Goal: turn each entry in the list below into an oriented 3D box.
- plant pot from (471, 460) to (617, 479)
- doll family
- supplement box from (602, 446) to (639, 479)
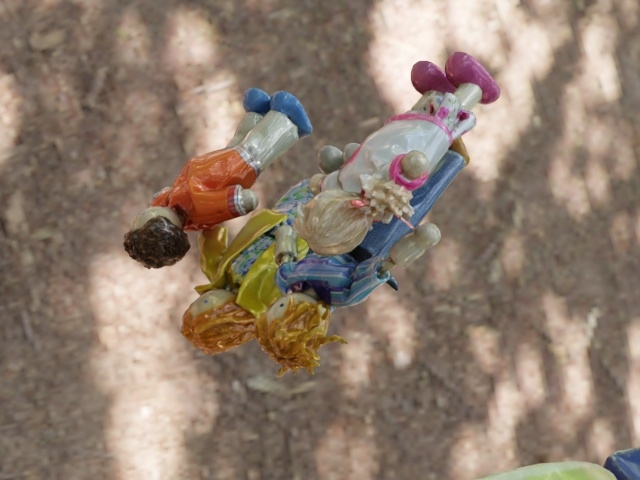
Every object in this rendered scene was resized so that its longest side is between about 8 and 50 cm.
[{"bbox_3d":[0.023,0.232,0.345,0.276,0.276,0.254,-1,51,-51],"label":"plant pot"},{"bbox_3d":[0.000,0.000,0.889,0.163,0.263,0.118,-50,115,-28],"label":"doll family"},{"bbox_3d":[0.270,0.271,0.739,0.195,0.194,0.356,-6,41,-34],"label":"supplement box"}]
